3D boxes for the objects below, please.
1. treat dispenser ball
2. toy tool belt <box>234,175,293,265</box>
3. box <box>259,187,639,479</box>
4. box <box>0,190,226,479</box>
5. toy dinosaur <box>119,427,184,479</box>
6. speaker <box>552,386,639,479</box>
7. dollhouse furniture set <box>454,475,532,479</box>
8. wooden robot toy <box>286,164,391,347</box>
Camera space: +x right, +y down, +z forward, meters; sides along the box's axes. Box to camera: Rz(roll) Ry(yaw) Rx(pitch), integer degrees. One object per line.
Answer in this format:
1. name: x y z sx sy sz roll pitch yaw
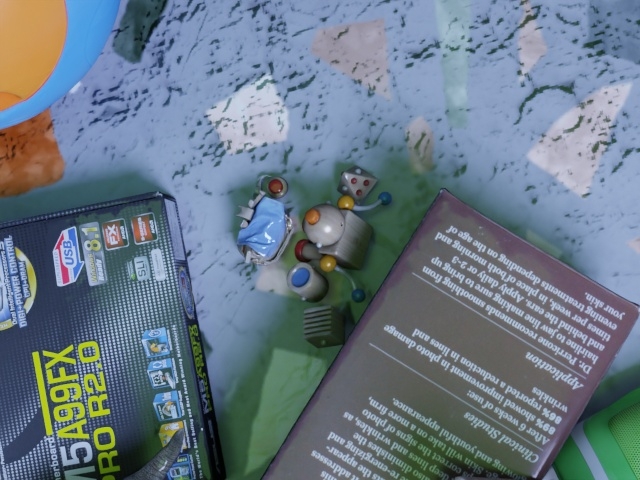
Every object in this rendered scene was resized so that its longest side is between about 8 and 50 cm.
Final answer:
1. treat dispenser ball: -0.308 -0.231 0.927 0.288 0.288 0.288 0 87 6
2. toy tool belt: -0.050 -0.019 1.008 0.052 0.051 0.083 17 89 6
3. box: 0.078 0.172 0.929 0.191 0.143 0.381 32 84 6
4. box: -0.216 0.108 1.015 0.216 0.060 0.270 -10 86 5
5. toy dinosaur: -0.192 0.296 0.938 0.160 0.121 0.313 16 117 -24
6. speaker: 0.344 0.159 0.923 0.296 0.131 0.131 -25 85 4
7. dollhouse furniture set: 0.157 0.396 0.757 0.256 0.362 0.394 25 96 42
8. wooden robot toy: 0.000 0.000 0.974 0.076 0.079 0.173 6 71 32
